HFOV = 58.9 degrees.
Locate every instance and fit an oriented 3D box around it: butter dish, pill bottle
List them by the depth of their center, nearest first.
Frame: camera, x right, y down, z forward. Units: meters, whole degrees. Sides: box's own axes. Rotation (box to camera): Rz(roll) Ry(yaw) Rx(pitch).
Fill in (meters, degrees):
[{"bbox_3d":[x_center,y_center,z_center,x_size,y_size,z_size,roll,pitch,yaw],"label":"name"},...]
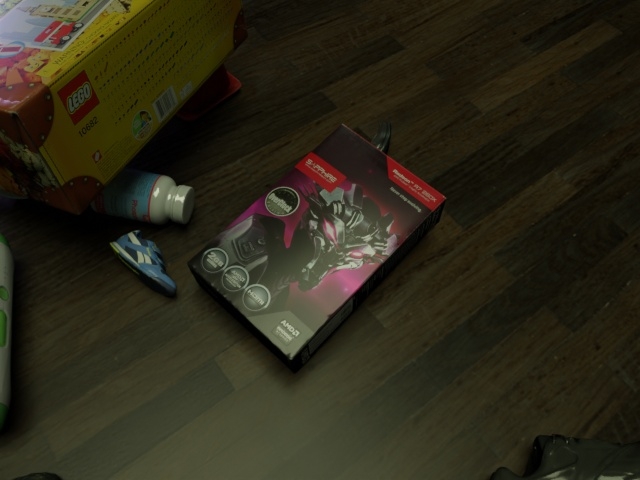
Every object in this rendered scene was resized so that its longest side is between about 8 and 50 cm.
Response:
[{"bbox_3d":[-0.304,-0.075,0.976,0.160,0.087,0.087,11,57,3],"label":"pill bottle"},{"bbox_3d":[-0.264,-0.344,1.132,0.160,0.118,0.160,37,61,18],"label":"butter dish"}]

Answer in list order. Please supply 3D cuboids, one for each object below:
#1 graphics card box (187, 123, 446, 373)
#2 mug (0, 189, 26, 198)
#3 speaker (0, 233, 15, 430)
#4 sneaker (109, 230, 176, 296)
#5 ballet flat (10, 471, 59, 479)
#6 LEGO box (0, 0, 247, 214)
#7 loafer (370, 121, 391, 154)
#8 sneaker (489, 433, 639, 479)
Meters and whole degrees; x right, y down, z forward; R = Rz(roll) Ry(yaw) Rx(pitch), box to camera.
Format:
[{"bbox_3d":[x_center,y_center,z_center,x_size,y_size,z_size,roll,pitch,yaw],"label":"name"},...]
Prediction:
[{"bbox_3d":[0.000,0.000,0.925,0.233,0.094,0.371,40,72,18],"label":"graphics card box"},{"bbox_3d":[-0.551,-0.175,1.007,0.150,0.113,0.169,2,54,-6],"label":"mug"},{"bbox_3d":[-0.509,0.127,0.807,0.131,0.131,0.296,-10,59,-11],"label":"speaker"},{"bbox_3d":[-0.280,0.034,0.929,0.144,0.053,0.059,39,60,17],"label":"sneaker"},{"bbox_3d":[-0.427,0.342,0.733,0.173,0.049,0.057,-9,91,-6],"label":"ballet flat"},{"bbox_3d":[-0.410,-0.315,0.920,0.373,0.193,0.500,16,54,19],"label":"LEGO box"},{"bbox_3d":[0.095,-0.166,1.084,0.061,0.062,0.170,15,57,8],"label":"loafer"},{"bbox_3d":[0.366,0.315,0.777,0.287,0.109,0.130,-17,54,-17],"label":"sneaker"}]
